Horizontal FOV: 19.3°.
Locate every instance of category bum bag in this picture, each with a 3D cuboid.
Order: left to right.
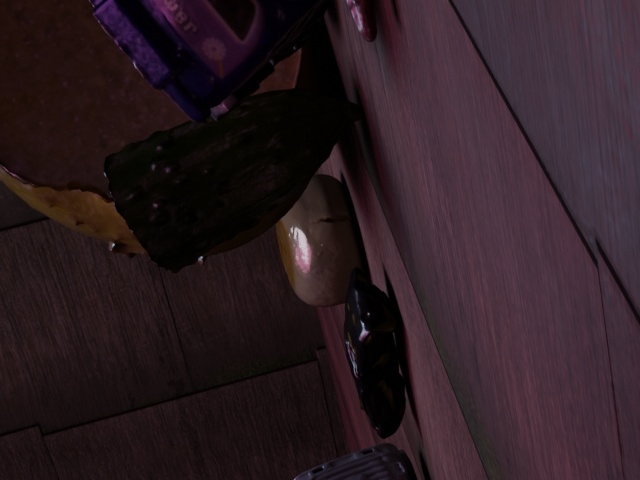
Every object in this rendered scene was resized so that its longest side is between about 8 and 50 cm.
[{"bbox_3d":[0.057,0.121,2.000,0.232,0.060,0.106,82,-178,-54],"label":"bum bag"}]

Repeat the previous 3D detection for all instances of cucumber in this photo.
[{"bbox_3d":[-0.072,-0.075,1.759,0.134,0.244,0.134,57,-163,-27],"label":"cucumber"}]

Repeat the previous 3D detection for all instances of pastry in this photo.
[{"bbox_3d":[0.000,0.000,2.226,0.156,0.092,0.156,164,90,-80],"label":"pastry"}]

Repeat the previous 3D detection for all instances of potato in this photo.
[{"bbox_3d":[-0.183,-0.170,2.061,0.319,0.385,0.442,59,-174,-67],"label":"potato"}]

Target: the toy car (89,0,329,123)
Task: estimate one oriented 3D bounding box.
[{"bbox_3d":[-0.058,-0.215,1.446,0.172,0.158,0.235,52,-138,-8],"label":"toy car"}]

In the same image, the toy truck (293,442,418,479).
[{"bbox_3d":[0.078,0.413,2.142,0.178,0.176,0.363,-127,20,-59],"label":"toy truck"}]

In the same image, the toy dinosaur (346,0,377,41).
[{"bbox_3d":[-0.006,-0.274,1.292,0.167,0.053,0.242,-111,7,-57],"label":"toy dinosaur"}]
